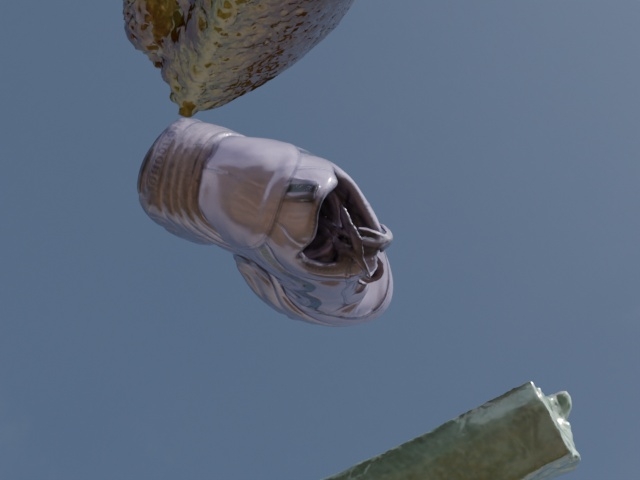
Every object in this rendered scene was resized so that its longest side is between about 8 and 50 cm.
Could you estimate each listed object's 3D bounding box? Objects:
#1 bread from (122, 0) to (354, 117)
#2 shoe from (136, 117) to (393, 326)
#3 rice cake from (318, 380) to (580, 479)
[{"bbox_3d":[-0.017,-0.144,0.638,0.103,0.172,0.132,46,-116,6],"label":"bread"},{"bbox_3d":[0.000,0.000,1.034,0.245,0.137,0.095,35,-103,-49],"label":"shoe"},{"bbox_3d":[0.088,0.166,1.098,0.206,0.063,0.069,-24,-114,5],"label":"rice cake"}]
